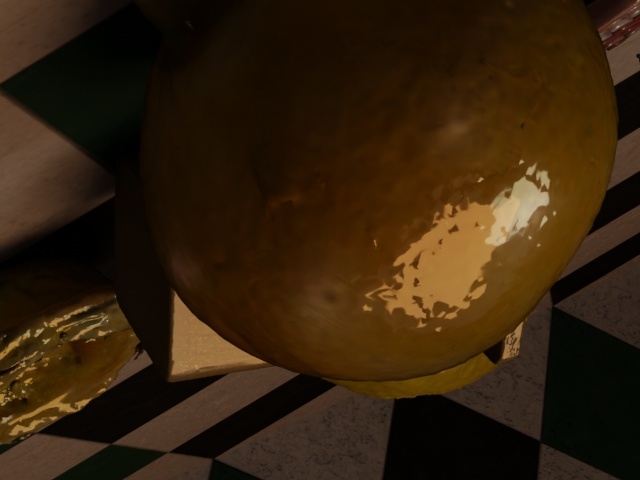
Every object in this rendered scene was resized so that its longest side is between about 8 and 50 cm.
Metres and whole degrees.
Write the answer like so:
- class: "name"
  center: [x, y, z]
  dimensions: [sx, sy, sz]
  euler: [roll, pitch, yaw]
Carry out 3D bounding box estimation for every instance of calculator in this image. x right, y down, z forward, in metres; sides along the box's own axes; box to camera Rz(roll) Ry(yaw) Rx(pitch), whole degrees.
- class: "calculator"
  center: [0.255, -0.198, 1.678]
  dimensions: [0.220, 0.048, 0.330]
  euler: [-27, 176, -42]

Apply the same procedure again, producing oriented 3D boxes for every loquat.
- class: "loquat"
  center: [0.019, -0.079, 1.136]
  dimensions: [0.328, 0.328, 0.359]
  euler: [-37, 124, 27]

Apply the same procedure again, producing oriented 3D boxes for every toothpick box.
- class: "toothpick box"
  center: [0.000, 0.000, 1.441]
  dimensions: [0.308, 0.187, 0.190]
  euler: [-7, 121, -22]

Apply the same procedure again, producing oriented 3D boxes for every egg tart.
- class: "egg tart"
  center: [-0.265, 0.098, 1.563]
  dimensions: [0.288, 0.118, 0.288]
  euler: [-27, 166, -7]

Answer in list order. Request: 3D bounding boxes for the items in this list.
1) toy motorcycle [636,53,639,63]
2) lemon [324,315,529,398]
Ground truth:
- class: "toy motorcycle"
  center: [0.372, -0.207, 1.777]
  dimensions: [0.135, 0.092, 0.254]
  euler: [-60, -176, 16]
- class: "lemon"
  center: [0.069, 0.026, 1.744]
  dimensions: [0.322, 0.268, 0.268]
  euler: [13, 138, -46]
